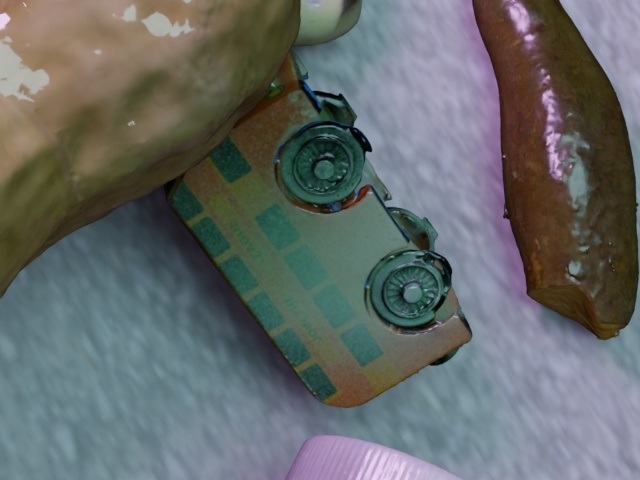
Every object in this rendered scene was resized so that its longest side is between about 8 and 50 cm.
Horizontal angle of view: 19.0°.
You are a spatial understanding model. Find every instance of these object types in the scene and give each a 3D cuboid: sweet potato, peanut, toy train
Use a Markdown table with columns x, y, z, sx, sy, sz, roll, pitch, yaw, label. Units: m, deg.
| x | y | z | sx | sy | sz | roll | pitch | yaw | label |
| --- | --- | --- | --- | --- | --- | --- | --- | --- | --- |
| 0.128 | -0.066 | 1.048 | 0.077 | 0.077 | 0.244 | -6 | 81 | -23 | sweet potato |
| -0.176 | -0.045 | 0.829 | 0.387 | 0.192 | 0.169 | -36 | 110 | -9 | peanut |
| 0.000 | 0.000 | 0.944 | 0.099 | 0.072 | 0.188 | -33 | 114 | 4 | toy train |

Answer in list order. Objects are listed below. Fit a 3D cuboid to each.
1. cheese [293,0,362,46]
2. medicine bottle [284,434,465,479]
| x | y | z | sx | sy | sz | roll | pitch | yaw | label |
| --- | --- | --- | --- | --- | --- | --- | --- | --- | --- |
| -0.099 | -0.174 | 0.994 | 0.255 | 0.050 | 0.127 | 6 | 77 | -20 | cheese |
| -0.001 | 0.229 | 0.896 | 0.133 | 0.133 | 0.250 | 31 | 68 | -12 | medicine bottle |
